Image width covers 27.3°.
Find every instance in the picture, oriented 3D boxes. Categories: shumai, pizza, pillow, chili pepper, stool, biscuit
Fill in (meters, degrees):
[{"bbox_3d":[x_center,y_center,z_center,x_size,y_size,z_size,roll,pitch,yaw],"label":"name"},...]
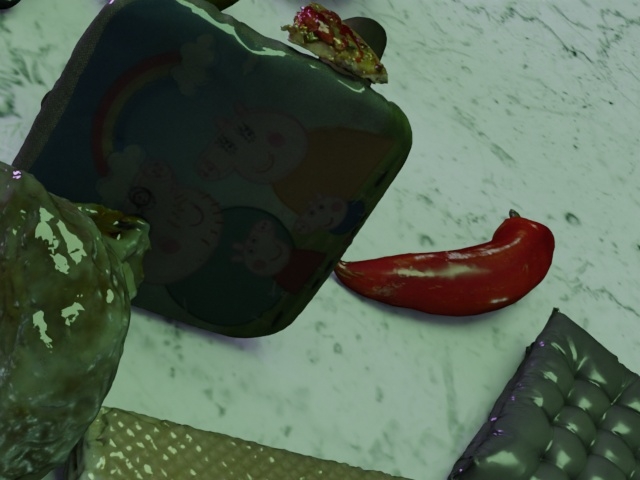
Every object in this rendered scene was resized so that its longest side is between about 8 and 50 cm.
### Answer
[{"bbox_3d":[-0.215,0.068,1.039,0.222,0.225,0.260,17,61,-51],"label":"shumai"},{"bbox_3d":[0.021,-0.168,1.117,0.099,0.029,0.100,34,26,-2],"label":"pizza"},{"bbox_3d":[0.280,0.228,1.384,0.228,0.101,0.326,38,34,4],"label":"pillow"},{"bbox_3d":[0.179,0.022,1.525,0.137,0.092,0.368,43,32,25],"label":"chili pepper"},{"bbox_3d":[-0.110,-0.106,1.232,0.310,0.310,0.226,24,32,-22],"label":"stool"},{"bbox_3d":[-0.015,0.253,1.110,0.426,0.078,0.144,19,41,-25],"label":"biscuit"}]

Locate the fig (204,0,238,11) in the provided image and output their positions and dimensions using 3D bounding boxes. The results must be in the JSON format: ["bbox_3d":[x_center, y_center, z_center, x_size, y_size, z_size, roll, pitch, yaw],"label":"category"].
[{"bbox_3d":[-0.155,-0.342,1.546,0.181,0.181,0.191,34,58,-8],"label":"fig"}]

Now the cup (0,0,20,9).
[{"bbox_3d":[-0.363,-0.364,1.418,0.177,0.169,0.223,11,75,-28],"label":"cup"}]
